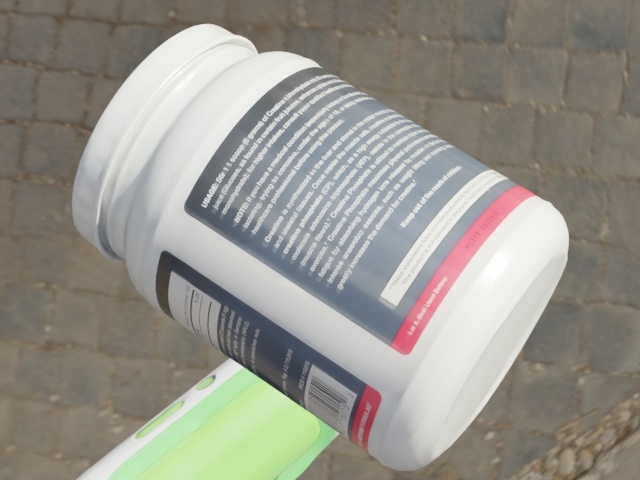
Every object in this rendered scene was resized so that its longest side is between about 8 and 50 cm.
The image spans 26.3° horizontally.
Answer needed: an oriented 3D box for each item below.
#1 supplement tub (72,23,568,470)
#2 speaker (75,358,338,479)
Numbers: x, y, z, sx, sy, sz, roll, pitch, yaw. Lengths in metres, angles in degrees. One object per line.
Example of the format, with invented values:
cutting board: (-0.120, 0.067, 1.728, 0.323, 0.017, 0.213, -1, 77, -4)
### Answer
supplement tub: (0.000, 0.000, 0.869, 0.272, 0.191, 0.191, 33, 95, 16)
speaker: (-0.105, 0.206, 1.303, 0.296, 0.131, 0.131, -37, 75, -18)
